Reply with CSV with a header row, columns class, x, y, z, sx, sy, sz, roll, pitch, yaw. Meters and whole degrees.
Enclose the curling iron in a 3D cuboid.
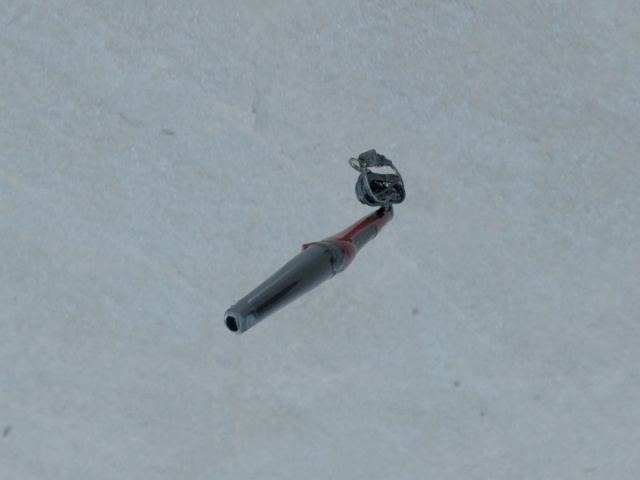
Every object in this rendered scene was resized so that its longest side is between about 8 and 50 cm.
class,x,y,z,sx,sy,sz,roll,pitch,yaw
curling iron,0.000,0.000,0.663,0.035,0.274,0.068,-16,106,35
